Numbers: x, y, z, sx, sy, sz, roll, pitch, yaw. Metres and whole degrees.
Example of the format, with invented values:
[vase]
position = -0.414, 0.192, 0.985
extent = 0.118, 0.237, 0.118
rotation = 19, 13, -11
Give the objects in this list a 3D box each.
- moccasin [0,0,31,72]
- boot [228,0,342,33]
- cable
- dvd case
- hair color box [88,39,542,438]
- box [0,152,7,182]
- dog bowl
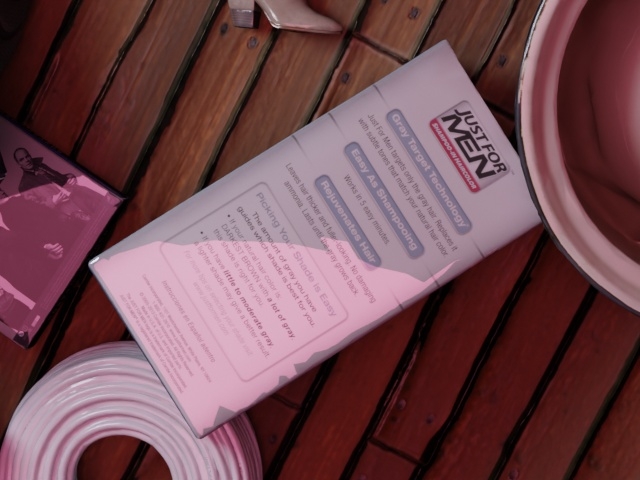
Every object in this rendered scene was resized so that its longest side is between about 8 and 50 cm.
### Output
[moccasin]
position = -0.353, -0.292, 1.687
extent = 0.147, 0.139, 0.380
rotation = 8, 97, 24
[boot]
position = -0.034, -0.239, 1.695
extent = 0.118, 0.042, 0.087
rotation = 6, 93, 7
[cable]
position = -0.186, 0.228, 1.725
extent = 0.257, 0.089, 0.257
rotation = -38, 89, 9
[dvd case]
position = -0.331, -0.034, 1.756
extent = 0.239, 0.029, 0.179
rotation = 35, 98, 5
[hair color box]
position = 0.000, 0.000, 1.631
extent = 0.374, 0.113, 0.185
rotation = -32, 89, -4
[box]
position = -0.473, -0.141, 1.602
extent = 0.294, 0.183, 0.296
rotation = -17, 91, 40
[dog bowl]
position = 0.369, -0.124, 1.566
extent = 0.408, 0.150, 0.408
rotation = 1, 100, 3
